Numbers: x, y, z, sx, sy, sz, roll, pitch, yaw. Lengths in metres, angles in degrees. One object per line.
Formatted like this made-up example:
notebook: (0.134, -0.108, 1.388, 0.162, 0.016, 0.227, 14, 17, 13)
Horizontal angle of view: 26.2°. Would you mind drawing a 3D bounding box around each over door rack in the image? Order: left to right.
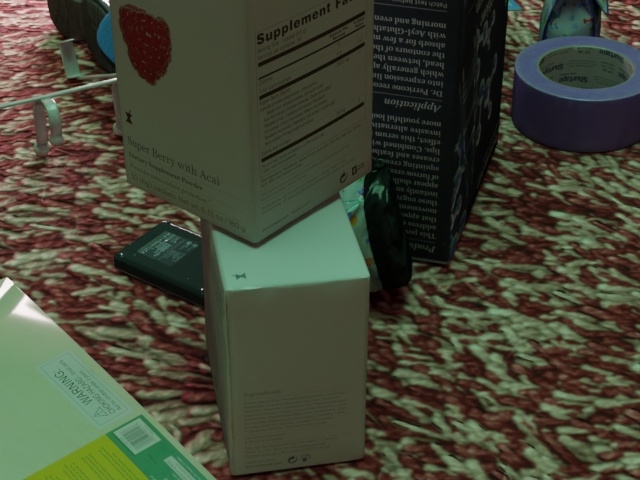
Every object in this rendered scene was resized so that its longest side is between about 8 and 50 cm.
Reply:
over door rack: (-0.389, -0.174, 1.827, 0.240, 0.108, 0.324, -15, 23, -21)

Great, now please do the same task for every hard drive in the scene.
hard drive: (-0.156, 0.025, 1.585, 0.135, 0.022, 0.094, 21, 40, 30)

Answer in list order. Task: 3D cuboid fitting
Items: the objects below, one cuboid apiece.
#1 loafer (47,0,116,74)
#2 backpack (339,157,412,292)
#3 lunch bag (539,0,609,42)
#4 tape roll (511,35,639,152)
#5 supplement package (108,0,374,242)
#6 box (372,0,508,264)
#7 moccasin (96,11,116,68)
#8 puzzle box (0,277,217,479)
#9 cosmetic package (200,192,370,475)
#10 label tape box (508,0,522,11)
loafer: (-0.306, -0.324, 2.031, 0.095, 0.109, 0.302, -17, 34, -29)
backpack: (0.000, 0.000, 1.514, 0.182, 0.152, 0.115, -10, 20, 10)
lunch bag: (0.370, -0.347, 2.000, 0.096, 0.151, 0.129, 4, 34, 9)
tape roll: (0.353, -0.199, 1.848, 0.189, 0.080, 0.189, 0, 34, 0)
supplement package: (-0.070, -0.182, 1.248, 0.177, 0.293, 0.175, 25, 41, 34)
box: (0.091, -0.222, 1.609, 0.212, 0.395, 0.293, 10, 37, 14)
moccasin: (-0.143, -0.209, 1.848, 0.342, 0.117, 0.137, 25, 76, 15)
puzzle box: (-0.289, 0.211, 1.249, 0.272, 0.052, 0.409, -27, 49, -33)
cosmetic package: (-0.039, 0.066, 1.345, 0.138, 0.224, 0.224, -7, 35, -8)
label tape box: (0.083, -0.322, 2.011, 0.348, 0.115, 0.249, -9, 35, -15)
